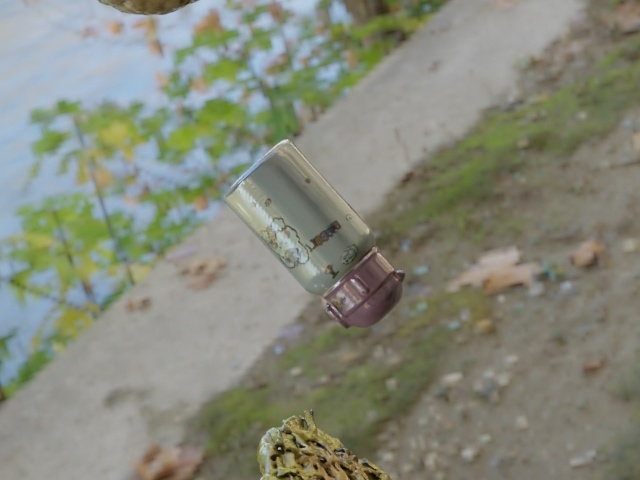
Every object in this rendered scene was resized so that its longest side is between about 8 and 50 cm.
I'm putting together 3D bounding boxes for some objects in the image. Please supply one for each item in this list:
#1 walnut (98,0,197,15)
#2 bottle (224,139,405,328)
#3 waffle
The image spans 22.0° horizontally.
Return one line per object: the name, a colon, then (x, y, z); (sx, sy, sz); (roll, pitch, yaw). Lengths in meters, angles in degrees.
walnut: (-0.163, -0.314, 1.597); (0.213, 0.213, 0.213); (-12, 24, 6)
bottle: (0.000, 0.000, 1.920); (0.110, 0.233, 0.110); (-42, 0, 0)
waffle: (0.040, 0.259, 1.482); (0.052, 0.245, 0.254); (-51, 5, 13)
